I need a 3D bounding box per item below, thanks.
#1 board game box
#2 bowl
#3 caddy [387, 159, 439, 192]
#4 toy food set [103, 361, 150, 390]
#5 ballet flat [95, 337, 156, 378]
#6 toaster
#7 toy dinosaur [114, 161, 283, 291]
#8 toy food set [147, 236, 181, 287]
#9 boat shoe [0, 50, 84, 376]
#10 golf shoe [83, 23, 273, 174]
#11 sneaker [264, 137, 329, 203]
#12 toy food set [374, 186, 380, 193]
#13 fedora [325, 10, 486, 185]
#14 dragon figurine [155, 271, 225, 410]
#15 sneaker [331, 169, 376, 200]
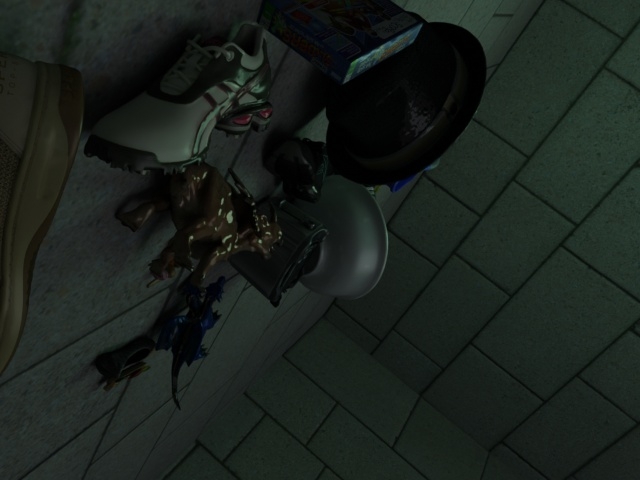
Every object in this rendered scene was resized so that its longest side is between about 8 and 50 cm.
[{"bbox_3d":[0.032,-0.283,0.754,0.201,0.136,0.035,-41,166,-43],"label":"board game box"},{"bbox_3d":[0.000,0.000,1.318,0.134,0.298,0.298,-8,141,-43],"label":"bowl"},{"bbox_3d":[0.281,-0.278,1.755,0.341,0.179,0.241,-38,164,-55],"label":"caddy"},{"bbox_3d":[-0.370,0.257,1.108,0.082,0.020,0.083,-26,180,20],"label":"toy food set"},{"bbox_3d":[-0.350,0.220,1.067,0.057,0.049,0.173,-55,171,10],"label":"ballet flat"},{"bbox_3d":[-0.097,0.019,1.208,0.129,0.146,0.227,-37,162,-52],"label":"toaster"},{"bbox_3d":[-0.159,-0.046,0.817,0.200,0.127,0.296,-55,160,-23],"label":"toy dinosaur"},{"bbox_3d":[-0.245,0.032,0.961,0.078,0.019,0.122,-37,162,-56],"label":"toy food set"},{"bbox_3d":[-0.289,0.002,0.460,0.110,0.122,0.341,10,122,-36],"label":"boat shoe"},{"bbox_3d":[-0.142,-0.155,0.609,0.273,0.105,0.120,-48,155,-54],"label":"golf shoe"},{"bbox_3d":[-0.038,-0.153,1.096,0.267,0.101,0.106,75,36,-80],"label":"sneaker"},{"bbox_3d":[0.137,-0.181,1.531,0.132,0.038,0.192,123,-27,-50],"label":"toy food set"},{"bbox_3d":[0.112,-0.268,0.995,0.334,0.334,0.152,-52,137,3],"label":"fedora"},{"bbox_3d":[-0.267,0.195,1.150,0.144,0.085,0.289,60,55,-82],"label":"dragon figurine"},{"bbox_3d":[0.102,-0.133,1.392,0.282,0.099,0.153,-107,-146,-45],"label":"sneaker"}]
